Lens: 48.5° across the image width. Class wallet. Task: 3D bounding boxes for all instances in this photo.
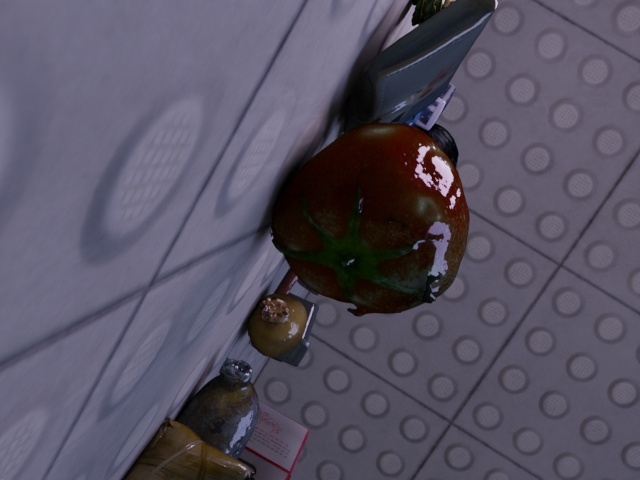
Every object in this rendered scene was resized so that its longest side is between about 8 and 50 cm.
[{"bbox_3d":[0.147,-0.262,1.174,0.252,0.083,0.360,-37,175,-7],"label":"wallet"}]

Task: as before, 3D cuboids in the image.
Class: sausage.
[{"bbox_3d":[-0.087,0.113,1.927,0.158,0.042,0.036,-59,139,-16],"label":"sausage"}]

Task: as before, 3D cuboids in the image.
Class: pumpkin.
[{"bbox_3d":[0.265,-0.268,2.178,0.296,0.295,0.296,-58,176,-6],"label":"pumpkin"}]

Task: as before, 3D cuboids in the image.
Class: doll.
[{"bbox_3d":[0.199,-0.369,1.177,0.077,0.113,0.078,-51,178,13],"label":"doll"}]

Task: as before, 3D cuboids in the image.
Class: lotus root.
[{"bbox_3d":[-0.228,0.408,1.506,0.350,0.175,0.175,-58,176,8],"label":"lotus root"},{"bbox_3d":[-0.105,0.209,1.717,0.146,0.130,0.303,-58,176,-19],"label":"lotus root"}]

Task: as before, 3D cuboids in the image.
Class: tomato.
[{"bbox_3d":[0.083,-0.042,1.090,0.239,0.303,0.303,-60,178,-41],"label":"tomato"}]

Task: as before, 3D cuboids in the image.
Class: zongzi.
[{"bbox_3d":[-0.244,0.436,1.271,0.194,0.197,0.099,-52,157,-39],"label":"zongzi"}]

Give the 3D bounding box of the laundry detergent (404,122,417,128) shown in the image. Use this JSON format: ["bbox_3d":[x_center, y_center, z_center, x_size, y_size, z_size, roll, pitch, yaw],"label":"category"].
[{"bbox_3d":[0.175,-0.242,2.005,0.290,0.094,0.143,-60,180,22],"label":"laundry detergent"}]

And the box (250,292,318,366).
[{"bbox_3d":[-0.098,0.251,2.052,0.243,0.163,0.135,112,2,-62],"label":"box"}]

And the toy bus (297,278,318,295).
[{"bbox_3d":[0.027,0.057,2.103,0.274,0.112,0.090,-38,153,-56],"label":"toy bus"}]

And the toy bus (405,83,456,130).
[{"bbox_3d":[0.276,-0.384,1.898,0.106,0.131,0.297,-60,177,25],"label":"toy bus"}]

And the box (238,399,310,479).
[{"bbox_3d":[-0.243,0.636,1.998,0.300,0.314,0.312,-62,176,12],"label":"box"}]
